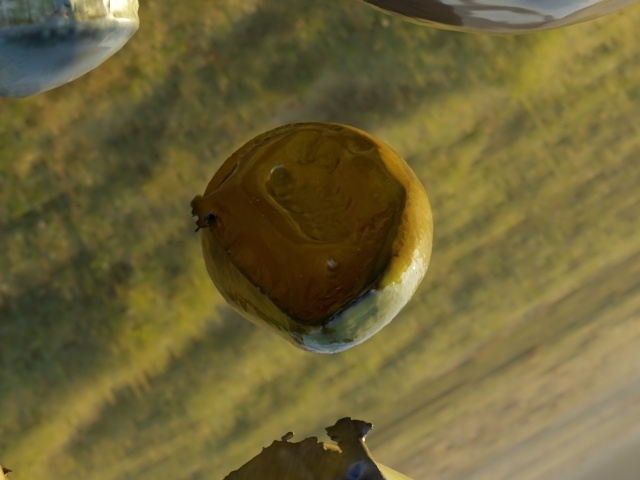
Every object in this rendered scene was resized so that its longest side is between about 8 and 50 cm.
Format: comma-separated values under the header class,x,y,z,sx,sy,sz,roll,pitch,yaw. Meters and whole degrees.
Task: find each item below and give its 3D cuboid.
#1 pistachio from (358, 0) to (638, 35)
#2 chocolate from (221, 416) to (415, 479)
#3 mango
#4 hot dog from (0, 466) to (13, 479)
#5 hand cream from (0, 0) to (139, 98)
class,x,y,z,sx,sy,sz,roll,pitch,yaw
pistachio,0.050,-0.134,0.469,0.212,0.163,0.260,-6,160,-19
chocolate,0.050,0.126,0.538,0.085,0.086,0.219,-35,140,21
mango,0.000,0.000,0.747,0.101,0.066,0.187,-18,-157,-3
hot dog,-0.233,0.235,1.068,0.109,0.270,0.072,4,-168,24
hand cream,-0.069,-0.128,0.327,0.084,0.203,0.084,-6,-174,1
